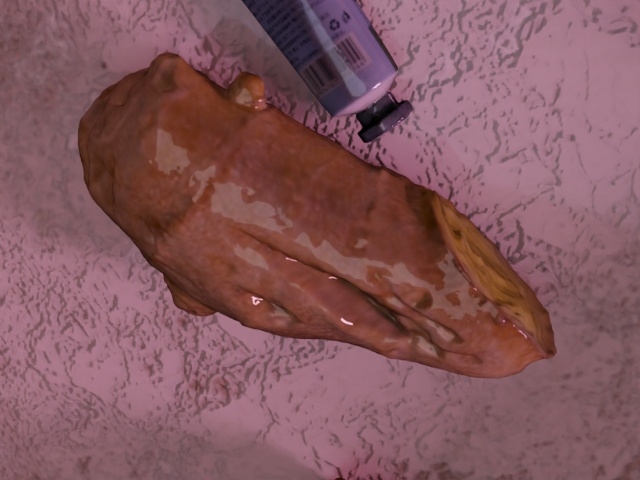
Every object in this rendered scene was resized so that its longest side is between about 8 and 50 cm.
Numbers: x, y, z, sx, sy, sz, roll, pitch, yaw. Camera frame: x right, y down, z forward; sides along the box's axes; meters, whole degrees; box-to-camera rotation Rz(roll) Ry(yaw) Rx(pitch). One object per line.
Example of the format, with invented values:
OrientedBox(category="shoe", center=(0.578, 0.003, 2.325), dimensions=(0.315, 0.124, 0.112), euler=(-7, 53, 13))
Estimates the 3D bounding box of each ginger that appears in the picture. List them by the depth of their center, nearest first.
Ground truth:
OrientedBox(category="ginger", center=(0.000, 0.000, 0.644), dimensions=(0.354, 0.126, 0.189), euler=(21, 117, 1))

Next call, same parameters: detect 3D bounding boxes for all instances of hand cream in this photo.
OrientedBox(category="hand cream", center=(-0.027, -0.178, 0.620), dimensions=(0.088, 0.055, 0.256), euler=(-32, 101, 29))

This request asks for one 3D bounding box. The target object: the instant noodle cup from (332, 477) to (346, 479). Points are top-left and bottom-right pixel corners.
OrientedBox(category="instant noodle cup", center=(0.069, 0.298, 0.744), dimensions=(0.185, 0.168, 0.168), euler=(24, 113, -8))
